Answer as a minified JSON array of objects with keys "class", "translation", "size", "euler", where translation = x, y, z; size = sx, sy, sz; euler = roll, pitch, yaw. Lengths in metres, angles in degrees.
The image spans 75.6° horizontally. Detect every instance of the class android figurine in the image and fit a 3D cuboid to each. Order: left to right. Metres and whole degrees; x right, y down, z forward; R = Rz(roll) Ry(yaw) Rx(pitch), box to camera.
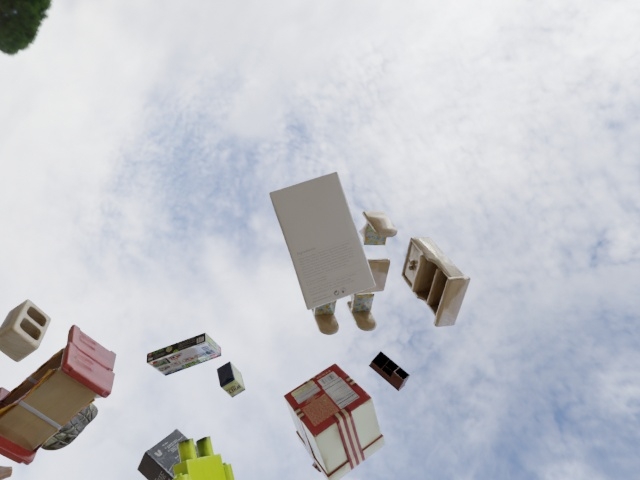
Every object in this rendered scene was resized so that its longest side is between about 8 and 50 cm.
[{"class":"android figurine","translation":[-0.295,0.654,1.066],"size":[0.056,0.248,0.272],"euler":[-28,-119,7]}]

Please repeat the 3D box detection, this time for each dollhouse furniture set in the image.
[{"class":"dollhouse furniture set","translation":[-0.587,0.207,0.750],"size":[0.201,0.374,0.152],"euler":[-40,-152,-7]},{"class":"dollhouse furniture set","translation":[0.190,0.124,1.237],"size":[0.256,0.395,0.361],"euler":[-117,-151,-56]}]

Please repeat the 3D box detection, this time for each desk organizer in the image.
[{"class":"desk organizer","translation":[0.233,0.439,1.394],"size":[0.130,0.047,0.050],"euler":[36,-59,29]}]

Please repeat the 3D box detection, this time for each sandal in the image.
[{"class":"sandal","translation":[-0.831,0.613,1.356],"size":[0.060,0.219,0.090],"euler":[-37,-85,14]}]

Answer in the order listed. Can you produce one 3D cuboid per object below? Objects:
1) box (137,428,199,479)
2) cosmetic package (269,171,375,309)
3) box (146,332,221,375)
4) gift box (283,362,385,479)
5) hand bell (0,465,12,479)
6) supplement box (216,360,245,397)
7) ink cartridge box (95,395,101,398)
[{"class":"box","translation":[-0.517,0.777,1.444],"size":[0.158,0.156,0.093],"euler":[33,-73,17]},{"class":"cosmetic package","translation":[0.000,0.000,0.841],"size":[0.138,0.224,0.224],"euler":[-20,-90,-3]},{"class":"box","translation":[-0.445,0.376,1.353],"size":[0.207,0.114,0.036],"euler":[-20,-133,3]},{"class":"gift box","translation":[0.047,0.600,1.391],"size":[0.276,0.255,0.258],"euler":[33,-38,60]},{"class":"hand bell","translation":[-0.688,0.431,0.722],"size":[0.126,0.242,0.126],"euler":[-14,-112,39]},{"class":"supplement box","translation":[-0.315,0.489,1.452],"size":[0.056,0.083,0.083],"euler":[-30,-142,-3]},{"class":"ink cartridge box","translation":[-0.696,0.425,1.280],"size":[0.115,0.029,0.062],"euler":[40,-67,40]}]
